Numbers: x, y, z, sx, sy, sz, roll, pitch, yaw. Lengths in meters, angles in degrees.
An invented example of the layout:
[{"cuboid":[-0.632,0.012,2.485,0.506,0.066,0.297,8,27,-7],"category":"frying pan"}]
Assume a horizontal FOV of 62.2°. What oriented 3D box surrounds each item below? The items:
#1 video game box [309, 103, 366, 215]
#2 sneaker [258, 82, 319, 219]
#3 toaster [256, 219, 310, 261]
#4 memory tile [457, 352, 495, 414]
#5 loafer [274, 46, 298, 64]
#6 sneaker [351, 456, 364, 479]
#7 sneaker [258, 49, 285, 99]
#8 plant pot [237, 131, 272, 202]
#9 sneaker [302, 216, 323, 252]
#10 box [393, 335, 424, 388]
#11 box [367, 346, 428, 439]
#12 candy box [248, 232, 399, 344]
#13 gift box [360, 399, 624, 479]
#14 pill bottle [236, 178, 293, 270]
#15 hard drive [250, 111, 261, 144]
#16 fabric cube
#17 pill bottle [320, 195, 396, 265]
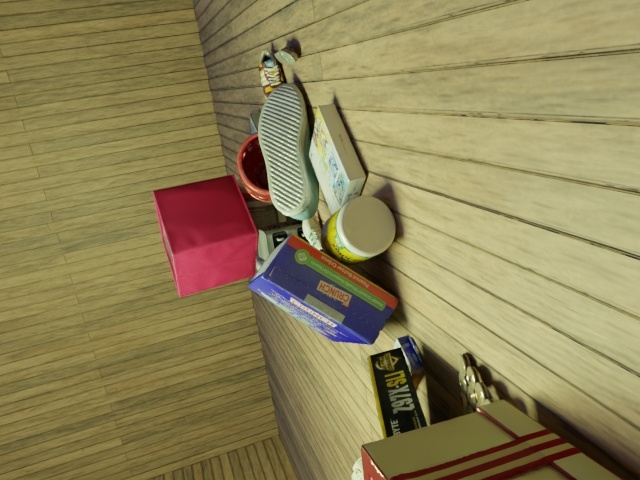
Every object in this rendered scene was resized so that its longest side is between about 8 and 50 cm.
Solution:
[{"cuboid":[0.033,-0.170,1.201,0.187,0.048,0.205,101,151,-63],"category":"video game box"},{"cuboid":[-0.074,-0.224,1.393,0.150,0.135,0.367,35,-129,-67],"category":"sneaker"},{"cuboid":[-0.098,0.004,1.596,0.185,0.167,0.110,-161,61,-71],"category":"toaster"},{"cuboid":[0.243,0.257,0.825,0.148,0.012,0.113,-103,6,-65],"category":"memory tile"},{"cuboid":[-0.083,-0.481,1.360,0.045,0.039,0.125,45,177,-28],"category":"loafer"},{"cuboid":[0.132,0.660,1.446,0.290,0.105,0.123,117,134,-69],"category":"sneaker"},{"cuboid":[-0.139,-0.466,1.512,0.084,0.069,0.186,88,161,-52],"category":"sneaker"},{"cuboid":[-0.144,-0.204,1.545,0.174,0.190,0.191,120,135,-77],"category":"plant pot"},{"cuboid":[0.000,0.000,1.474,0.075,0.057,0.162,-18,84,58],"category":"sneaker"},{"cuboid":[0.176,0.259,1.098,0.136,0.028,0.081,92,159,-49],"category":"box"},{"cuboid":[0.163,0.374,0.917,0.322,0.079,0.257,-92,-14,-73],"category":"box"},{"cuboid":[-0.011,0.120,1.202,0.268,0.122,0.317,33,167,-7],"category":"candy box"},{"cuboid":[0.211,0.372,0.634,0.255,0.257,0.277,-144,46,-67],"category":"gift box"},{"cuboid":[-0.179,-0.059,1.800,0.176,0.176,0.319,-138,37,-64],"category":"pill bottle"},{"cuboid":[-0.205,-0.260,1.966,0.353,0.047,0.233,95,155,-49],"category":"hard drive"},{"cuboid":[-0.362,-0.015,1.681,0.259,0.257,0.254,103,146,-53],"category":"fabric cube"},{"cuboid":[0.066,-0.011,1.088,0.208,0.117,0.118,145,110,-73],"category":"pill bottle"}]
